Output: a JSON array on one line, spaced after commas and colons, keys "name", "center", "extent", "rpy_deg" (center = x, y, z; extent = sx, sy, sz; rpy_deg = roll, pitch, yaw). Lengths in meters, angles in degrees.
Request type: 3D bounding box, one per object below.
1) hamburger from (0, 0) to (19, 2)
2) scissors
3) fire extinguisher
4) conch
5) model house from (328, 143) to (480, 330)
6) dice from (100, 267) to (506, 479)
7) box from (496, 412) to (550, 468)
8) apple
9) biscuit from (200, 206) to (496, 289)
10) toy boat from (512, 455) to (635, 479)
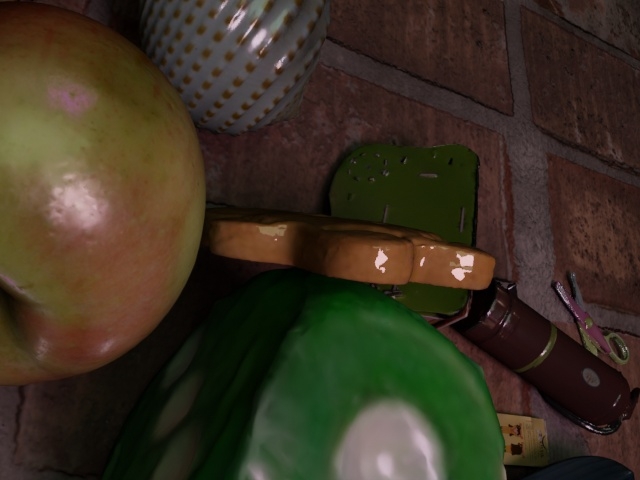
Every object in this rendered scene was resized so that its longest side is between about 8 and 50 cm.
[{"name": "hamburger", "center": [-0.388, -0.403, 0.633], "extent": [0.268, 0.287, 0.445], "rpy_deg": [48, 51, -6]}, {"name": "scissors", "center": [0.459, 0.148, 1.104], "extent": [0.133, 0.020, 0.187], "rpy_deg": [-21, 85, -31]}, {"name": "fire extinguisher", "center": [0.363, 0.180, 0.979], "extent": [0.341, 0.105, 0.141], "rpy_deg": [35, 59, -13]}, {"name": "conch", "center": [-0.095, -0.299, 0.773], "extent": [0.303, 0.215, 0.319], "rpy_deg": [-61, 145, -37]}, {"name": "model house", "center": [0.115, 0.015, 0.892], "extent": [0.154, 0.207, 0.294], "rpy_deg": [73, 25, -48]}, {"name": "dice", "center": [-0.022, 0.220, 0.611], "extent": [0.287, 0.300, 0.297], "rpy_deg": [36, 56, -20]}, {"name": "box", "center": [0.277, 0.292, 0.936], "extent": [0.149, 0.020, 0.073], "rpy_deg": [15, 64, -27]}, {"name": "apple", "center": [-0.257, -0.044, 0.564], "extent": [0.319, 0.319, 0.277], "rpy_deg": [24, 39, -22]}, {"name": "biscuit", "center": [0.000, -0.003, 0.669], "extent": [0.275, 0.355, 0.052], "rpy_deg": [6, 94, -33]}, {"name": "toy boat", "center": [0.317, 0.368, 0.867], "extent": [0.296, 0.122, 0.114], "rpy_deg": [-12, 59, -25]}]
